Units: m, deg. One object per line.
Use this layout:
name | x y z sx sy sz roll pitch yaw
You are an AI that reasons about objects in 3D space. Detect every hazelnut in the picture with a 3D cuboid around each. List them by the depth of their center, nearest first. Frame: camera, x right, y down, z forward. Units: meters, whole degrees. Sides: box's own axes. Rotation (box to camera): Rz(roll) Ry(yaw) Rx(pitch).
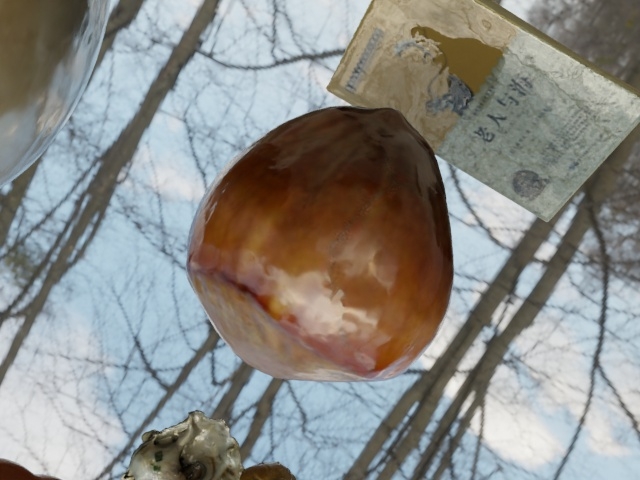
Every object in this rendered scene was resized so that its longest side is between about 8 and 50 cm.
hazelnut | 0.000 0.000 0.604 0.182 0.182 0.182 24 -155 -12

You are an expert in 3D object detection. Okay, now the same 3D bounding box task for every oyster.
oyster | -0.182 0.276 1.195 0.053 0.166 0.108 -99 -8 -87

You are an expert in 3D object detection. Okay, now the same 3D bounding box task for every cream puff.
cream puff | -0.090 0.361 1.255 0.126 0.144 0.103 46 -161 -57

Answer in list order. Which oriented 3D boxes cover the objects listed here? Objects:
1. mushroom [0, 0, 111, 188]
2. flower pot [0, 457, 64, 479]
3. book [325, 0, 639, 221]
mushroom | -0.273 -0.191 0.551 0.295 0.362 0.362 11 -154 -2
flower pot | -0.215 0.208 0.521 0.190 0.173 0.190 45 -153 -31
book | 0.220 -0.201 1.304 0.389 0.269 0.032 30 -131 0
